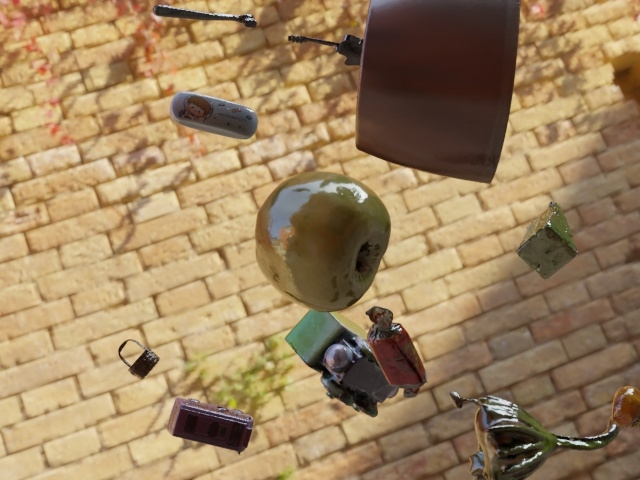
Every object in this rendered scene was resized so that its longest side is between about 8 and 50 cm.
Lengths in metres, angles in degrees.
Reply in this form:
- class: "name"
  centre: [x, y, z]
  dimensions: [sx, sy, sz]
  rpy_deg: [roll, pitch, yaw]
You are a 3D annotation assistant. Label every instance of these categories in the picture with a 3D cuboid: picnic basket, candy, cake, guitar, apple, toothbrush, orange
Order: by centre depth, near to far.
- class: "orange"
  centre: [0.569, 0.306, 1.708]
  dimensions: [0.062, 0.086, 0.086]
  rpy_deg: [2, -3, 25]
- class: "apple"
  centre: [0.000, 0.000, 1.750]
  dimensions: [0.263, 0.262, 0.262]
  rpy_deg: [-20, -13, -5]
- class: "candy"
  centre: [0.156, 0.235, 1.902]
  dimensions: [0.086, 0.059, 0.292]
  rpy_deg: [-10, -50, 24]
- class: "picnic basket"
  centre: [-0.383, 0.243, 1.935]
  dimensions: [0.072, 0.083, 0.072]
  rpy_deg: [-48, 1, 1]
- class: "guitar"
  centre: [0.041, -0.418, 2.018]
  dimensions: [0.234, 0.025, 0.088]
  rpy_deg: [13, -39, 8]
- class: "cake"
  centre: [0.515, -0.004, 2.090]
  dimensions: [0.100, 0.099, 0.235]
  rpy_deg: [-44, 0, 24]
- class: "toothbrush"
  centre: [-0.274, -0.539, 2.237]
  dimensions: [0.297, 0.030, 0.030]
  rpy_deg: [-5, -46, -42]

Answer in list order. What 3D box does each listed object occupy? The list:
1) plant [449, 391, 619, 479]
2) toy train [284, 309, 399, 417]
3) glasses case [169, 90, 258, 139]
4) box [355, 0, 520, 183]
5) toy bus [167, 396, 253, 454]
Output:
- class: "plant"
  centre: [0.444, 0.374, 1.846]
  dimensions: [0.334, 0.180, 0.251]
  rpy_deg: [-12, 16, 4]
- class: "toy train"
  centre: [0.072, 0.299, 2.321]
  dimensions: [0.173, 0.249, 0.307]
  rpy_deg: [-50, -39, 3]
- class: "glasses case"
  centre: [-0.213, -0.250, 1.863]
  dimensions: [0.179, 0.067, 0.045]
  rpy_deg: [12, -21, -16]
- class: "box"
  centre: [0.168, -0.239, 1.375]
  dimensions: [0.216, 0.300, 0.301]
  rpy_deg: [5, -12, 4]
- class: "toy bus"
  centre: [-0.232, 0.400, 1.997]
  dimensions: [0.178, 0.086, 0.098]
  rpy_deg: [17, -5, -15]
